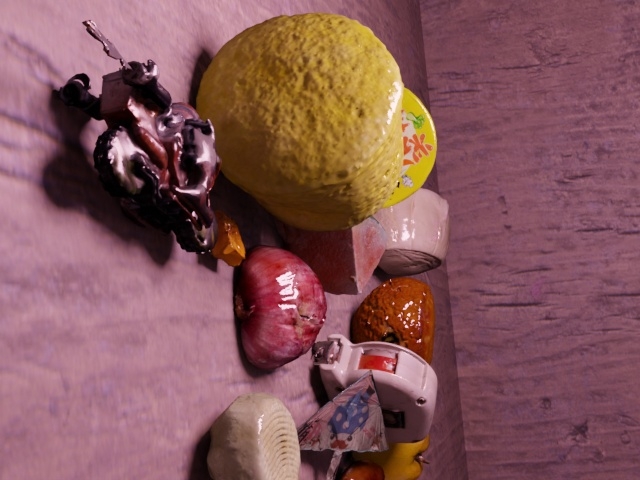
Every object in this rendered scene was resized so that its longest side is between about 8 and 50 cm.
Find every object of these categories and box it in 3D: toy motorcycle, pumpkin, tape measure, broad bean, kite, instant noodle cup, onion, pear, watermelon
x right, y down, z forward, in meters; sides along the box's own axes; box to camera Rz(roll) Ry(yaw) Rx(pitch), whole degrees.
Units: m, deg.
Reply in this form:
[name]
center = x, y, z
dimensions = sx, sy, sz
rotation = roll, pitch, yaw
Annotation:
[toy motorcycle]
center = -0.226, -0.135, 0.929
dimensions = 0.401, 0.134, 0.207
rotation = 47, 40, -62
[pumpkin]
center = -0.160, 0.000, 1.184
dimensions = 0.083, 0.054, 0.074
rotation = 68, 9, 25
[tape measure]
center = 0.125, 0.338, 1.598
dimensions = 0.130, 0.265, 0.258
rotation = -68, 153, -48
[broad bean]
center = 0.083, 0.556, 1.626
dimensions = 0.165, 0.084, 0.114
rotation = 1, 82, -60
[kite]
center = 0.043, 0.408, 1.478
dimensions = 0.335, 0.011, 0.314
rotation = 17, 96, -43
[instant noodle cup]
center = 0.132, -0.242, 1.782
dimensions = 0.221, 0.311, 0.311
rotation = -47, 128, -78
[onion]
center = -0.051, 0.117, 1.355
dimensions = 0.283, 0.120, 0.227
rotation = -8, 96, -71
[pear]
center = 0.185, 0.506, 1.804
dimensions = 0.267, 0.178, 0.267
rotation = -8, 90, -75
[watermelon]
center = 0.000, 0.000, 1.488
dimensions = 0.261, 0.212, 0.201
rotation = 34, 68, -58

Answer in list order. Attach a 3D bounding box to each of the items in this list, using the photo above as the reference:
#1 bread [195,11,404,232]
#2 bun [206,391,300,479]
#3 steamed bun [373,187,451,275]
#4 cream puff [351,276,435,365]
[bread]
center = -0.013, -0.186, 1.252
dimensions = 0.308, 0.348, 0.348
rotation = 58, 31, -60
[bun]
center = -0.110, 0.332, 1.113
dimensions = 0.195, 0.118, 0.195
rotation = -10, 90, -76
[steamed bun]
center = 0.271, -0.023, 2.133
dimensions = 0.383, 0.236, 0.247
rotation = 34, 53, -64
[cream puff]
center = 0.190, 0.237, 1.861
dimensions = 0.303, 0.212, 0.303
rotation = 1, 90, -78
